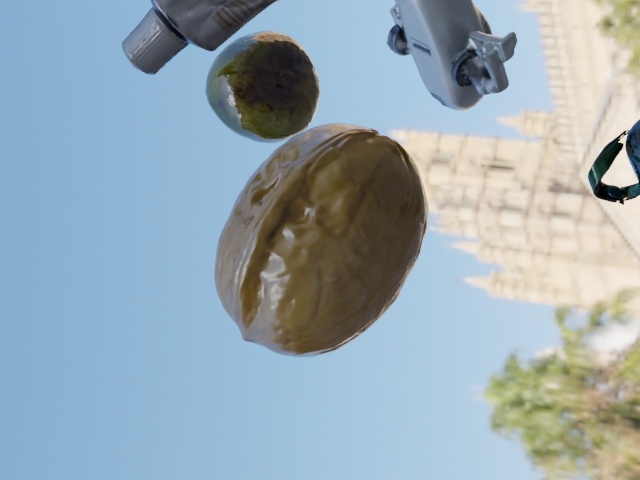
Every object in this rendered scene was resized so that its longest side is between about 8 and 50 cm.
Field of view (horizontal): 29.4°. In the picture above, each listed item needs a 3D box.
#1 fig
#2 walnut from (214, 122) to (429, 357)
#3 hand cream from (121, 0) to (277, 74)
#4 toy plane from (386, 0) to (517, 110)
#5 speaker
[{"bbox_3d":[-0.068,-0.186,1.466,0.120,0.136,0.153,-53,22,35],"label":"fig"},{"bbox_3d":[0.000,0.000,1.006,0.206,0.159,0.159,-54,-28,-3],"label":"walnut"},{"bbox_3d":[-0.004,-0.177,0.635,0.084,0.257,0.050,52,-174,-5],"label":"hand cream"},{"bbox_3d":[0.115,-0.194,1.095,0.080,0.174,0.174,-31,-46,-17],"label":"toy plane"},{"bbox_3d":[0.269,-0.065,1.000,0.075,0.094,0.060,52,-134,-46],"label":"speaker"}]
